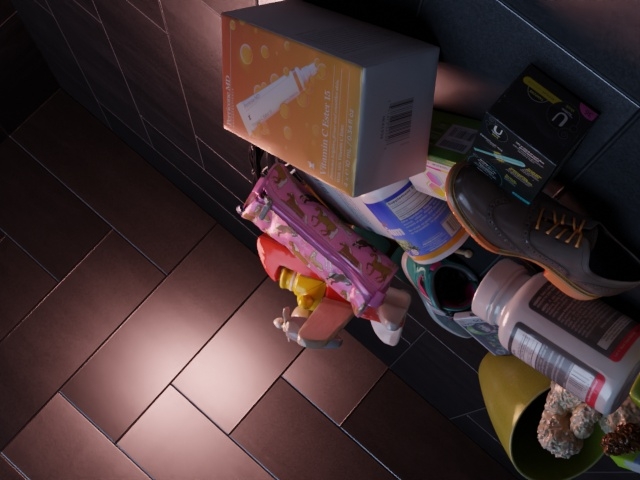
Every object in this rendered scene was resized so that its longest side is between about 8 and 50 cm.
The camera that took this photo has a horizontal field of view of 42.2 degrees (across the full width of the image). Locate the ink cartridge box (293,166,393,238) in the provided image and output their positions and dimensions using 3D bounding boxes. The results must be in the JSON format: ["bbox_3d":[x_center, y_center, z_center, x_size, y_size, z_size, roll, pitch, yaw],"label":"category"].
[{"bbox_3d":[0.089,-0.122,1.805,0.198,0.115,0.273,49,166,-28],"label":"ink cartridge box"}]

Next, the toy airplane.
[{"bbox_3d":[0.037,0.147,2.077,0.386,0.272,0.384,13,-146,-37],"label":"toy airplane"}]

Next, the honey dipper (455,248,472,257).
[{"bbox_3d":[0.288,0.019,1.883,0.030,0.030,0.161,50,161,-29],"label":"honey dipper"}]

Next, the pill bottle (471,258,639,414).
[{"bbox_3d":[0.449,0.168,1.560,0.318,0.176,0.176,35,165,29],"label":"pill bottle"}]

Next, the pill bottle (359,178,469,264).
[{"bbox_3d":[0.162,-0.095,1.601,0.272,0.152,0.152,47,166,-22],"label":"pill bottle"}]

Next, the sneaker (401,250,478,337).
[{"bbox_3d":[0.325,0.141,1.977,0.295,0.124,0.178,49,175,-23],"label":"sneaker"}]

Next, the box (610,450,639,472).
[{"bbox_3d":[0.736,0.466,1.835,0.042,0.109,0.178,49,166,-10],"label":"box"}]

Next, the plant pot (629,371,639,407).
[{"bbox_3d":[0.610,0.219,1.187,0.227,0.228,0.207,32,171,38],"label":"plant pot"}]

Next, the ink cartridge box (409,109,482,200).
[{"bbox_3d":[0.257,-0.097,1.448,0.189,0.097,0.255,26,158,50],"label":"ink cartridge box"}]

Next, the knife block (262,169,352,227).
[{"bbox_3d":[-0.020,-0.132,2.205,0.276,0.242,0.088,-2,-170,-27],"label":"knife block"}]

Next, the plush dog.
[{"bbox_3d":[0.577,0.314,1.634,0.225,0.262,0.210,20,131,43],"label":"plush dog"}]

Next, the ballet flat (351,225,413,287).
[{"bbox_3d":[0.186,0.031,2.129,0.248,0.086,0.086,41,167,11],"label":"ballet flat"}]

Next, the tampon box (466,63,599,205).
[{"bbox_3d":[0.295,-0.144,1.174,0.120,0.101,0.161,40,166,12],"label":"tampon box"}]

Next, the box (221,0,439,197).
[{"bbox_3d":[0.004,-0.246,1.366,0.345,0.168,0.215,31,131,40],"label":"box"}]

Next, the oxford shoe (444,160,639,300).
[{"bbox_3d":[0.357,-0.025,1.295,0.364,0.130,0.133,27,162,-21],"label":"oxford shoe"}]

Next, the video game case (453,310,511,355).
[{"bbox_3d":[0.424,0.209,1.885,0.173,0.022,0.190,-11,142,42],"label":"video game case"}]

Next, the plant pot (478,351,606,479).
[{"bbox_3d":[0.502,0.373,1.966,0.275,0.275,0.293,49,-179,-27],"label":"plant pot"}]

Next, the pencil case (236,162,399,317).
[{"bbox_3d":[0.000,0.000,1.871,0.386,0.167,0.160,41,138,0],"label":"pencil case"}]

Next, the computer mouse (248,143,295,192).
[{"bbox_3d":[-0.096,-0.227,2.056,0.060,0.184,0.262,9,147,-32],"label":"computer mouse"}]
